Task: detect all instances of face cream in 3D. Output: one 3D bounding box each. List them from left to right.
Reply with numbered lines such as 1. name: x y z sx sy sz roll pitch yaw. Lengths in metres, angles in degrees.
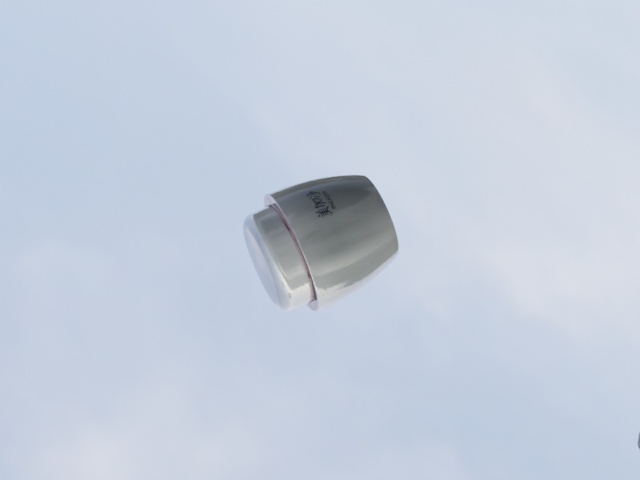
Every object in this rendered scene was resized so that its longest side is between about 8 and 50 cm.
1. face cream: 0.000 0.000 1.223 0.095 0.091 0.091 -24 -121 -11

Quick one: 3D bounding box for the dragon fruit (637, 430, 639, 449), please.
1. dragon fruit: 0.373 0.254 1.377 0.250 0.291 0.269 50 -149 -4
